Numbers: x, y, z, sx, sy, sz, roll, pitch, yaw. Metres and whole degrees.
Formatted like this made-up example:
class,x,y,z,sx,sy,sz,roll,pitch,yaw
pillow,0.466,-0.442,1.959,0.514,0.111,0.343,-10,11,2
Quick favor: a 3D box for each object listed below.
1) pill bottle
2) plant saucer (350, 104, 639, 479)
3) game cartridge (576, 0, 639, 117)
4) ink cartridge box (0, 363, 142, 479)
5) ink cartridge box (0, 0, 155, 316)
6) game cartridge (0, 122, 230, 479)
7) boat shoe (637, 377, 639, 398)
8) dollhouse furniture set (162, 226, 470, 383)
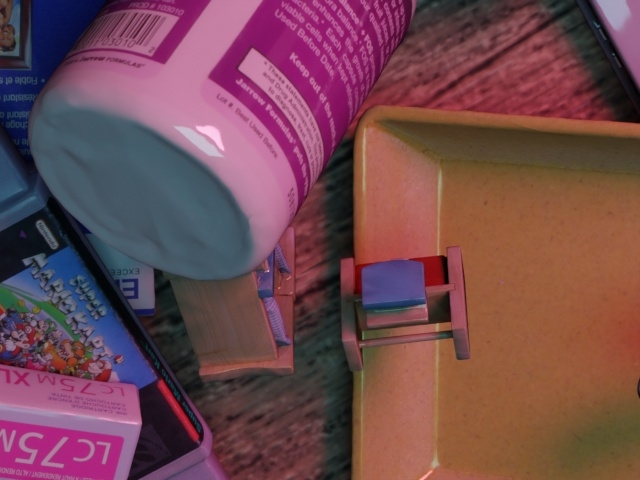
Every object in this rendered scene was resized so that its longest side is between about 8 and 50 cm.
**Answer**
class,x,y,z,sx,sy,sz,roll,pitch,yaw
pill bottle,-0.040,-0.135,1.125,0.169,0.169,0.301,42,57,-17
plant saucer,0.190,0.071,1.266,0.332,0.081,0.333,6,106,21
game cartridge,0.309,-0.157,1.300,0.196,0.060,0.294,-31,108,2
ink cartridge box,-0.247,0.228,1.221,0.185,0.065,0.311,11,115,-16
ink cartridge box,-0.262,-0.094,1.202,0.303,0.072,0.307,-2,114,-10
game cartridge,-0.229,0.100,1.225,0.230,0.068,0.355,-26,118,7
boat shoe,0.271,0.081,1.169,0.133,0.042,0.049,-21,92,24
dollhouse furniture set,0.000,0.000,1.200,0.183,0.129,0.129,-6,141,6
